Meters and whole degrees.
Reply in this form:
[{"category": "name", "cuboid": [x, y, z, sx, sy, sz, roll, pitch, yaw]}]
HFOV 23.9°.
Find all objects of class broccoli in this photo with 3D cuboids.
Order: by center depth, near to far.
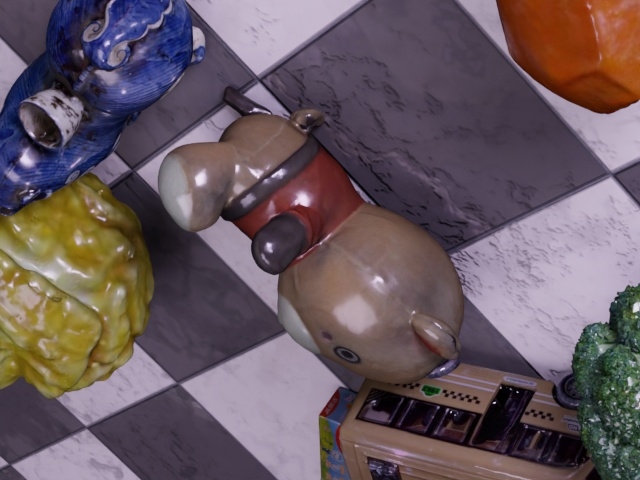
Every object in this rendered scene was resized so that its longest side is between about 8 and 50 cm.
[{"category": "broccoli", "cuboid": [0.348, 0.126, 1.284, 0.270, 0.270, 0.270, -39, 105, 17]}]

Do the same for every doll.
[{"category": "doll", "cuboid": [0.000, 0.000, 1.446, 0.330, 0.174, 0.235, 44, 172, -7]}]

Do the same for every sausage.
[{"category": "sausage", "cuboid": [0.193, -0.214, 1.076, 0.141, 0.153, 0.268, 44, 159, 50]}]

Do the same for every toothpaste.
[{"category": "toothpaste", "cuboid": [0.025, 0.261, 1.764, 0.044, 0.070, 0.193, 21, 140, 21]}]

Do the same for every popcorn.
[{"category": "popcorn", "cuboid": [-0.309, 0.043, 1.639, 0.282, 0.282, 0.247, 36, 130, 0]}]

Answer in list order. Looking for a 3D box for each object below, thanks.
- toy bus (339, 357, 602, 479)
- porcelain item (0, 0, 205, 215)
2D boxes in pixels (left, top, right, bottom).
[{"category": "toy bus", "cuboid": [0.172, 0.214, 1.534, 0.289, 0.157, 0.139, 11, 136, 28]}, {"category": "porcelain item", "cuboid": [-0.234, -0.144, 1.446, 0.138, 0.186, 0.288, 43, 140, -7]}]
